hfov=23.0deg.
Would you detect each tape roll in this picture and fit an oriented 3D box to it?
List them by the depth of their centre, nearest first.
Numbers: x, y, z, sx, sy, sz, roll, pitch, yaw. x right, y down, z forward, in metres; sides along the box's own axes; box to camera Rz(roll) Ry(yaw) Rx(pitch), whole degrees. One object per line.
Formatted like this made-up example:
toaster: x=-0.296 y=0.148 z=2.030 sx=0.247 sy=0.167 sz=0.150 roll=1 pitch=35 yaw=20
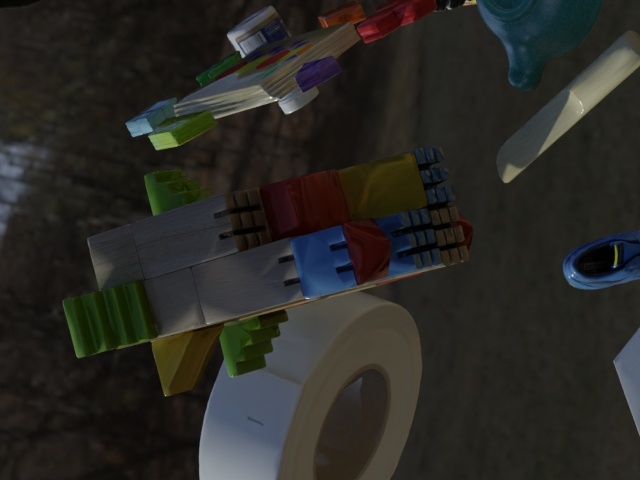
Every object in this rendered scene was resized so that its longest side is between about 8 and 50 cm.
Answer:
tape roll: x=-0.006 y=0.185 z=1.657 sx=0.286 sy=0.100 sz=0.286 roll=-37 pitch=-43 yaw=-45

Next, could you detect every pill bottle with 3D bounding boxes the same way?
pill bottle: x=-0.053 y=-0.214 z=1.879 sx=0.120 sy=0.067 sz=0.067 roll=57 pitch=-169 yaw=-13

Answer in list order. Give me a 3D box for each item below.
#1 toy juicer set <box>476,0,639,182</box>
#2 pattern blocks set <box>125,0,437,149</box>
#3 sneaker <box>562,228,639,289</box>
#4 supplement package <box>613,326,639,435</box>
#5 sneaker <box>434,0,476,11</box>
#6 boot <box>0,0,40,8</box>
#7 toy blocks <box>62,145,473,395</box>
toy juicer set: x=0.218 y=-0.235 z=1.376 sx=0.209 sy=0.089 sz=0.329 roll=-18 pitch=82 yaw=44
pattern blocks set: x=-0.053 y=-0.168 z=1.587 sx=0.325 sy=0.285 sz=0.026 roll=3 pitch=125 yaw=61
sneaker: x=0.423 y=0.017 z=2.073 sx=0.082 sy=0.209 sz=0.069 roll=80 pitch=174 yaw=-82
supplement package: x=0.499 y=0.189 z=1.913 sx=0.149 sy=0.203 sz=0.194 roll=-58 pitch=23 yaw=30
sneaker: x=0.213 y=-0.346 z=2.051 sx=0.094 sy=0.208 sz=0.081 roll=-119 pitch=27 yaw=-73
boot: x=-0.402 y=-0.284 z=1.541 sx=0.178 sy=0.236 sz=0.085 roll=36 pitch=121 yaw=45
toy blocks: x=0.000 y=0.000 z=1.335 sx=0.381 sy=0.261 sz=0.191 roll=-11 pitch=-95 yaw=-59
